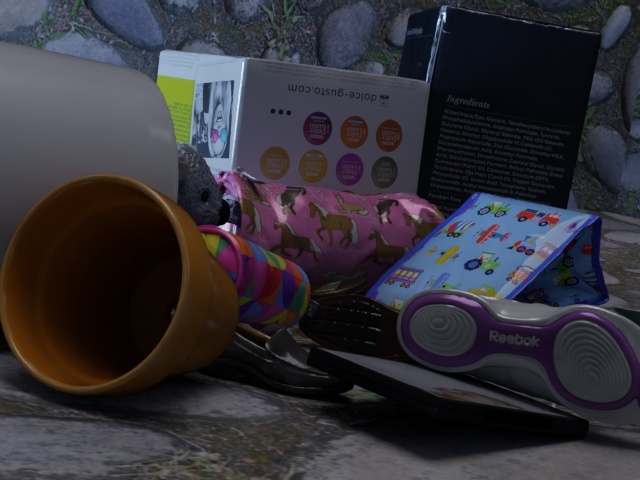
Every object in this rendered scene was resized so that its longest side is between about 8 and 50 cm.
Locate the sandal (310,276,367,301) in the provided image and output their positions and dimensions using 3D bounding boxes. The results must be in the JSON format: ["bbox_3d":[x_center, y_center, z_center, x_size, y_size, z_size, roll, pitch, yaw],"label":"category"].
[{"bbox_3d":[0.019,0.087,1.679,0.090,0.060,0.219,-10,-7,-3],"label":"sandal"}]

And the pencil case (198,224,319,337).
[{"bbox_3d":[-0.088,0.051,1.439,0.104,0.104,0.236,12,-7,23],"label":"pencil case"}]

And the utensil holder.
[{"bbox_3d":[-0.391,-0.069,1.357,0.385,0.328,0.327,5,9,-35],"label":"utensil holder"}]

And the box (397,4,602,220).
[{"bbox_3d":[0.284,-0.175,2.344,0.297,0.472,0.480,8,8,-4],"label":"box"}]

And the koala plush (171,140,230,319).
[{"bbox_3d":[-0.193,-0.017,1.573,0.203,0.221,0.196,9,8,5],"label":"koala plush"}]

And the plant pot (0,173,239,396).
[{"bbox_3d":[-0.176,0.056,1.234,0.205,0.205,0.188,12,-7,25],"label":"plant pot"}]

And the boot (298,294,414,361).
[{"bbox_3d":[0.087,0.120,1.536,0.219,0.082,0.106,7,-15,19],"label":"boot"}]

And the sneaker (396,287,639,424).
[{"bbox_3d":[0.243,0.113,1.362,0.305,0.114,0.152,16,2,18],"label":"sneaker"}]

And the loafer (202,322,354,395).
[{"bbox_3d":[-0.045,0.122,1.322,0.170,0.061,0.062,11,7,10],"label":"loafer"}]

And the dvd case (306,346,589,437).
[{"bbox_3d":[0.133,0.155,1.279,0.253,0.022,0.180,15,1,-45],"label":"dvd case"}]

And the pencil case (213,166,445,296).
[{"bbox_3d":[0.000,0.000,1.827,0.386,0.167,0.160,6,42,-31],"label":"pencil case"}]

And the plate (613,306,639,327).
[{"bbox_3d":[0.520,0.130,1.846,0.188,0.024,0.188,15,-2,0],"label":"plate"}]

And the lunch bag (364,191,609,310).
[{"bbox_3d":[0.210,0.060,1.701,0.293,0.138,0.221,-28,27,-34],"label":"lunch bag"}]

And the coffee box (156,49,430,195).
[{"bbox_3d":[-0.067,-0.121,2.051,0.337,0.335,0.338,3,8,-31],"label":"coffee box"}]
